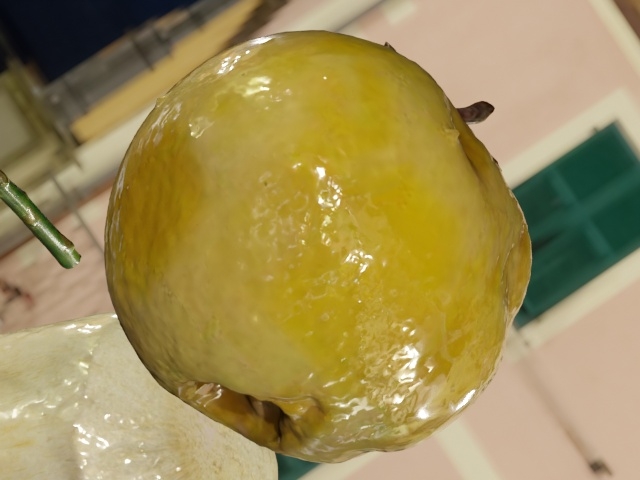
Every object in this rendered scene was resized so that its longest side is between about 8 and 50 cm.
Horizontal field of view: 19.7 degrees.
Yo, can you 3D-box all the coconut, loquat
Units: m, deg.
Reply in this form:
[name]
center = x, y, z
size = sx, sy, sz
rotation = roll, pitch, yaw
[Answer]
[coconut]
center = -0.207, 0.210, 1.631
size = 0.328, 0.329, 0.329
rotation = 56, -4, 6
[loquat]
center = -0.004, -0.003, 0.876
size = 0.213, 0.213, 0.213
rotation = 56, -4, 6

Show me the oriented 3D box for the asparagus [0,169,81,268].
[asparagus]
center = -0.157, -0.028, 0.915
size = 0.016, 0.016, 0.163
rotation = 67, 5, 33
